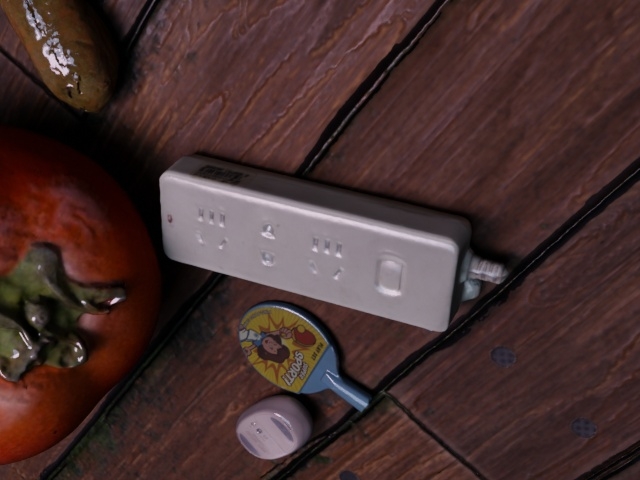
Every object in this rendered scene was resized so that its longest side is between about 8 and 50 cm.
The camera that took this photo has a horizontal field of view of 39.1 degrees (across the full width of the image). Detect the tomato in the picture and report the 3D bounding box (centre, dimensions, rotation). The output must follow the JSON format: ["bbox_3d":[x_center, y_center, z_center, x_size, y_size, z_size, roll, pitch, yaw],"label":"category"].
[{"bbox_3d":[-0.325,0.047,0.856,0.322,0.321,0.321,11,120,19],"label":"tomato"}]

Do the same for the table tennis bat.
[{"bbox_3d":[-0.016,0.121,0.911,0.155,0.019,0.100,35,125,6],"label":"table tennis bat"}]

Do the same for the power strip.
[{"bbox_3d":[0.000,0.000,0.813,0.338,0.058,0.098,14,121,17],"label":"power strip"}]

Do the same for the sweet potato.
[{"bbox_3d":[-0.265,-0.237,0.800,0.075,0.075,0.273,-26,102,33],"label":"sweet potato"}]

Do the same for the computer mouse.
[{"bbox_3d":[-0.046,0.194,0.952,0.066,0.039,0.096,50,132,-6],"label":"computer mouse"}]
